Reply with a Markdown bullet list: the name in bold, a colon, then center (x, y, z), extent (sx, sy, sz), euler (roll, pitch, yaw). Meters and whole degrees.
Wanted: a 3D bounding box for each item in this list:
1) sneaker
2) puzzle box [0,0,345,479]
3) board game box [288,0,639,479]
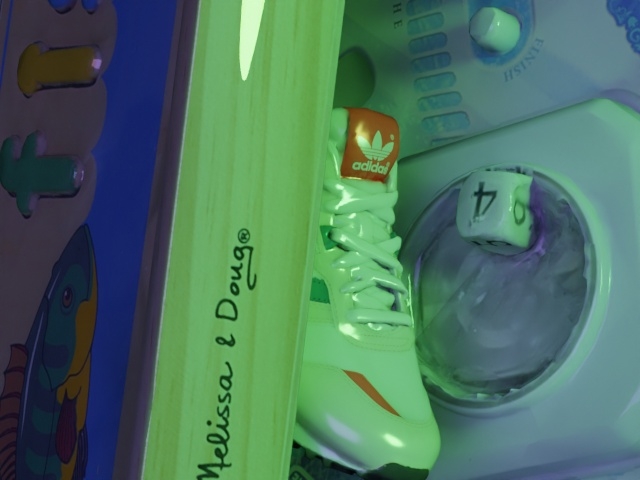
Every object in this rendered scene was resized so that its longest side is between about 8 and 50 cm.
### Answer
- **sneaker**: center (0.000, 0.000, 0.618), extent (0.075, 0.057, 0.161), euler (-51, 48, 23)
- **puzzle box**: center (-0.100, 0.015, 0.653), extent (0.272, 0.052, 0.409), euler (1, 83, 56)
- **board game box**: center (0.055, 0.015, 0.640), extent (0.390, 0.050, 0.390), euler (41, 103, 39)
